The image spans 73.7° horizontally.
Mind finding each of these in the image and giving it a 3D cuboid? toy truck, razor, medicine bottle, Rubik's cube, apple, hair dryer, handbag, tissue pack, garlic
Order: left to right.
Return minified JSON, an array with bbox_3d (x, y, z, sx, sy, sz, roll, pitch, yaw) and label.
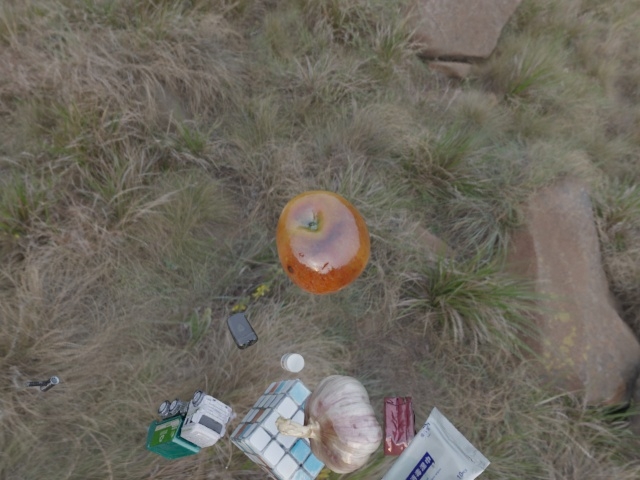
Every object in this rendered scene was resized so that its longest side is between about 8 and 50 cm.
[{"bbox_3d":[-0.783,0.402,1.191,0.047,0.083,0.026,-35,67,8],"label":"hair dryer"},{"bbox_3d":[-0.343,0.474,1.090,0.114,0.253,0.124,42,39,-26],"label":"toy truck"},{"bbox_3d":[-0.322,0.367,1.742,0.090,0.054,0.148,-21,59,-25],"label":"razor"},{"bbox_3d":[-0.113,0.650,1.440,0.256,0.253,0.259,45,58,-3],"label":"Rubik's cube"},{"bbox_3d":[-0.089,0.383,1.340,0.057,0.089,0.057,5,75,-17],"label":"medicine bottle"},{"bbox_3d":[0.000,0.000,1.054,0.254,0.253,0.253,5,61,-10],"label":"apple"},{"bbox_3d":[0.007,0.476,1.114,0.253,0.245,0.244,6,60,-25],"label":"garlic"},{"bbox_3d":[0.312,0.726,1.675,0.136,0.146,0.225,-2,28,10],"label":"handbag"},{"bbox_3d":[0.158,0.371,0.655,0.026,0.122,0.193,37,91,-30],"label":"tissue pack"}]
